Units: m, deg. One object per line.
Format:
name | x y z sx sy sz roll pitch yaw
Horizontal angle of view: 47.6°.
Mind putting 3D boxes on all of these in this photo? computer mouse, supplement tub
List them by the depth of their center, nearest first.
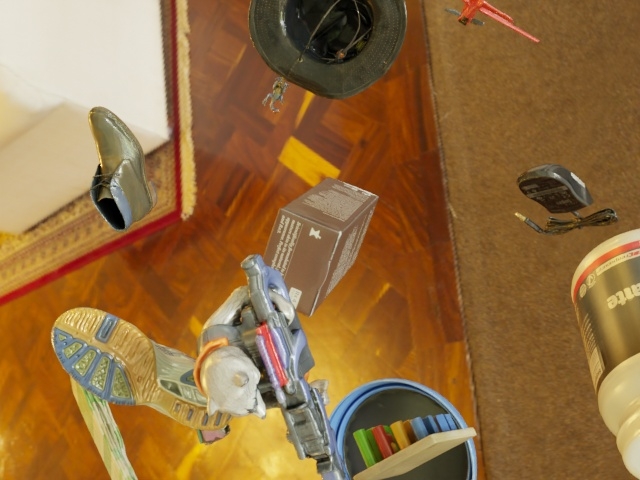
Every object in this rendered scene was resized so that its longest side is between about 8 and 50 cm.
supplement tub | 0.422 0.134 0.876 0.191 0.191 0.272 -33 33 30
computer mouse | 0.463 -0.088 1.478 0.184 0.262 0.060 -17 55 49

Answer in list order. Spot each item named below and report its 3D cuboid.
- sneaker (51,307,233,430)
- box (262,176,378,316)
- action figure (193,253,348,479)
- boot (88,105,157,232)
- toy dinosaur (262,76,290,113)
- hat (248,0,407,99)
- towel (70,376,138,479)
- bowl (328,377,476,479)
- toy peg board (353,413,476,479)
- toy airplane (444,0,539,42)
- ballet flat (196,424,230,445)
sneaker | -0.268 0.197 1.088 0.111 0.296 0.131 -60 18 -12
box | 0.000 0.000 1.562 0.143 0.381 0.191 22 108 8
action figure | -0.079 0.202 1.009 0.179 0.330 0.341 -20 83 9
boot | -0.362 -0.121 1.277 0.082 0.219 0.106 -8 32 21
toy dinosaur | -0.095 -0.338 1.684 0.090 0.047 0.082 -62 2 -36
hat | 0.024 -0.463 1.529 0.331 0.134 0.331 3 104 13
towel | -0.403 0.385 1.389 0.324 0.038 0.248 58 152 18
bowl | 0.191 0.528 1.760 0.391 0.077 0.391 -1 88 27
toy peg board | 0.144 0.324 1.194 0.161 0.161 0.079 -37 63 24
toy airplane | 0.150 -0.224 0.694 0.151 0.151 0.028 37 98 40
ballet flat | -0.207 0.297 1.308 0.079 0.221 0.077 -22 49 -10
